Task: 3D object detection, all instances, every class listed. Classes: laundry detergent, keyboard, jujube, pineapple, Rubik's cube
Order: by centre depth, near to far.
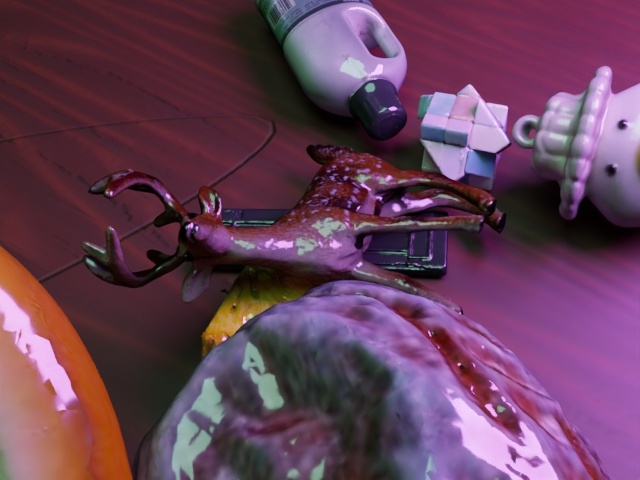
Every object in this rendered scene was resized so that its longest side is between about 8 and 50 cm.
[{"bbox_3d":[0.031,0.162,0.461,0.246,0.215,0.308,-30,54,15],"label":"jujube"},{"bbox_3d":[-0.027,0.059,0.649,0.137,0.069,0.116,-16,46,-15],"label":"pineapple"},{"bbox_3d":[0.000,0.000,0.715,0.204,0.013,0.061,1,52,10],"label":"keyboard"},{"bbox_3d":[0.117,-0.086,0.722,0.075,0.073,0.084,-1,46,4],"label":"Rubik's cube"},{"bbox_3d":[0.019,-0.176,0.811,0.099,0.070,0.226,-17,51,-13],"label":"laundry detergent"}]

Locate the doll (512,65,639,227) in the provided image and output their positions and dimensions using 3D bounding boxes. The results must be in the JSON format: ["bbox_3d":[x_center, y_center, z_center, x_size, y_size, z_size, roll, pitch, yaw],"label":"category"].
[{"bbox_3d":[0.286,-0.054,0.648,0.293,0.138,0.119,15,16,16],"label":"doll"}]

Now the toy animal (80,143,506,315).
[{"bbox_3d":[-0.011,-0.008,0.639,0.259,0.087,0.243,11,19,19],"label":"toy animal"}]

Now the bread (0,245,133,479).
[{"bbox_3d":[-0.256,0.181,0.392,0.328,0.245,0.424,2,83,-26],"label":"bread"}]
